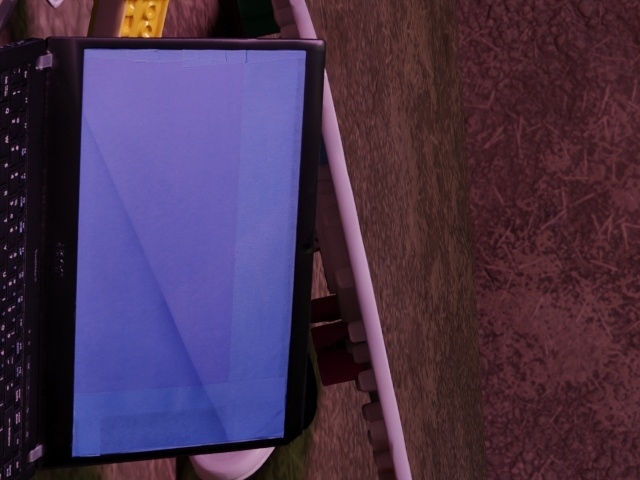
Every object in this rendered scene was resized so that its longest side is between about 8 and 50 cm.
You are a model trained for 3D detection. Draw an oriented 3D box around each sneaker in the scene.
[{"bbox_3d":[-0.038,0.122,1.252,0.217,0.079,0.121,-81,160,-49],"label":"sneaker"}]

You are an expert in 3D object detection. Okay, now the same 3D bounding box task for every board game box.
[{"bbox_3d":[0.000,0.000,1.297,0.390,0.050,0.390,-104,-178,-68],"label":"board game box"}]

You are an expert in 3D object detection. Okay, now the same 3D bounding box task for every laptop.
[{"bbox_3d":[-0.096,0.025,0.841,0.264,0.136,0.234,-46,140,-73],"label":"laptop"}]

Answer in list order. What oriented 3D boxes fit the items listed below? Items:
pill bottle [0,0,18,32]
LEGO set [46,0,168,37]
[{"bbox_3d":[-0.196,-0.141,0.595,0.219,0.122,0.123,52,35,-66],"label":"pill bottle"},{"bbox_3d":[-0.150,-0.142,0.923,0.132,0.107,0.287,-46,146,-25],"label":"LEGO set"}]
